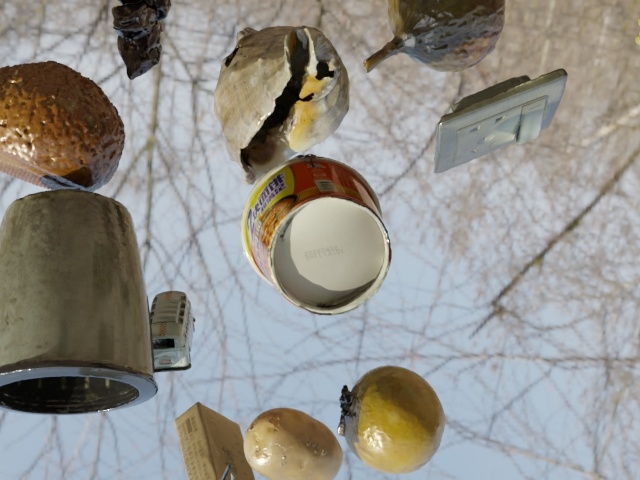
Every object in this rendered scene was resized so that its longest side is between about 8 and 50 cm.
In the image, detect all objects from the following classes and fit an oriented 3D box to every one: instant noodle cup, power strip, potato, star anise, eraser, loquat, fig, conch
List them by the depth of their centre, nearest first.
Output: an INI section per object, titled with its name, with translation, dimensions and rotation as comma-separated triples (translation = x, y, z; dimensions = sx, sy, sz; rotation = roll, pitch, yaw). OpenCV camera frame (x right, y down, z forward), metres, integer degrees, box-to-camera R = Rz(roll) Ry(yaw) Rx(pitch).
[instant noodle cup]
translation = 0.000, 0.000, 1.369
dimensions = 0.213, 0.213, 0.174
rotation = 5, -167, -10
[conch]
translation = -0.074, -0.222, 1.511
dimensions = 0.186, 0.263, 0.324
rotation = 23, 164, 15
[potato]
translation = -0.042, 0.326, 1.563
dimensions = 0.178, 0.118, 0.109
rotation = 37, -145, -36
[star anise]
translation = -0.322, -0.425, 1.809
dimensions = 0.099, 0.220, 0.214
rotation = -3, -147, 3
[power strip]
translation = 0.326, -0.238, 1.894
dimensions = 0.251, 0.092, 0.257
rotation = -16, 161, -1
[eraser]
translation = -0.198, 0.493, 2.027
dimensions = 0.144, 0.078, 0.343
rotation = 39, -163, -40
[loquat]
translation = 0.147, 0.380, 2.131
dimensions = 0.244, 0.243, 0.244
rotation = 8, -161, -3
[fig]
translation = 0.238, -0.475, 2.281
dimensions = 0.286, 0.286, 0.369
rotation = 27, -117, 41

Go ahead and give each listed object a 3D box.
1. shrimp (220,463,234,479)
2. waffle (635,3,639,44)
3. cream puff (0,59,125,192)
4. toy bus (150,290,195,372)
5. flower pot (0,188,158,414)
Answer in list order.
[shrimp]
translation = -0.187, 0.481, 1.670
dimensions = 0.411, 0.221, 0.166
rotation = 7, 156, 2
[waffle]
translation = 0.542, -0.324, 1.417
dimensions = 0.191, 0.191, 0.038
rotation = 22, -175, 32
[cream puff]
translation = -0.475, -0.205, 1.747
dimensions = 0.303, 0.212, 0.303
rotation = 22, 170, 4
[toy bus]
translation = -0.276, 0.161, 1.822
dimensions = 0.087, 0.089, 0.194
rotation = -4, -154, -1
[flower pot]
translation = -0.417, 0.102, 1.666
dimensions = 0.294, 0.330, 0.293
rotation = -3, 158, -1
